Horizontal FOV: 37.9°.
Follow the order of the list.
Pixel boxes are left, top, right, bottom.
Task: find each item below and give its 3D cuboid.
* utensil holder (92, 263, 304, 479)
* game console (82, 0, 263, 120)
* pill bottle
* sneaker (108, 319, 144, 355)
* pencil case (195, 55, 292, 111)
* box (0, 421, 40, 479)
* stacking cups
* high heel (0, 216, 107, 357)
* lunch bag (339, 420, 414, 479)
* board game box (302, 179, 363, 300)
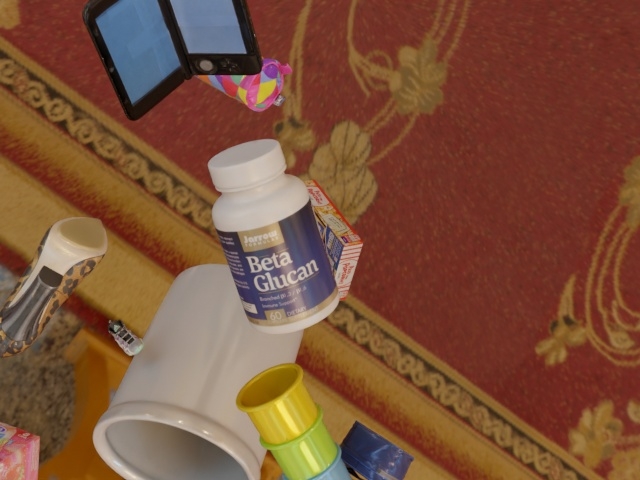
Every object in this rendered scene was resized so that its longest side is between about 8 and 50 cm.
[{"bbox_3d":[-0.227,0.284,1.871,0.327,0.386,0.328,11,140,10],"label":"utensil holder"},{"bbox_3d":[-0.131,-0.186,0.869,0.124,0.085,0.144,3,144,13],"label":"game console"},{"bbox_3d":[-0.047,-0.005,0.881,0.094,0.094,0.169,-15,112,6],"label":"pill bottle"},{"bbox_3d":[-0.368,0.173,1.726,0.038,0.098,0.069,-45,121,-22],"label":"sneaker"},{"bbox_3d":[-0.164,-0.313,1.656,0.236,0.104,0.104,33,107,30],"label":"pencil case"},{"bbox_3d":[-0.641,0.507,1.772,0.154,0.142,0.300,14,108,20],"label":"box"},{"bbox_3d":[0.006,0.311,1.210,0.096,0.096,0.316,-26,107,9],"label":"stacking cups"},{"bbox_3d":[-0.431,0.068,1.473,0.093,0.261,0.186,36,115,-9],"label":"high heel"},{"bbox_3d":[0.067,0.292,1.249,0.065,0.098,0.067,-58,140,-9],"label":"lunch bag"},{"bbox_3d":[0.000,0.000,1.774,0.045,0.193,0.147,-11,136,-29],"label":"board game box"}]
